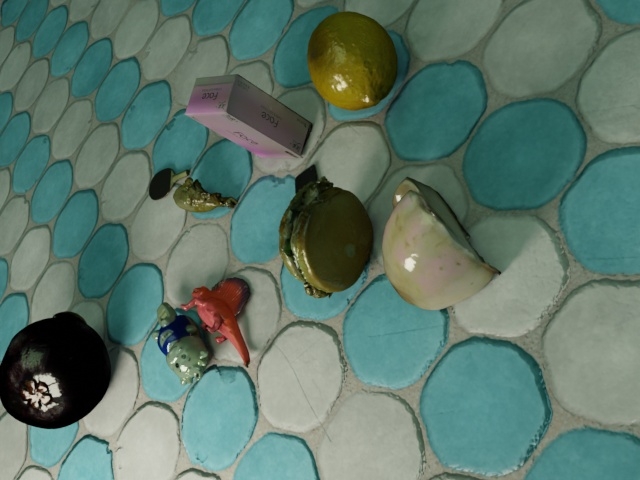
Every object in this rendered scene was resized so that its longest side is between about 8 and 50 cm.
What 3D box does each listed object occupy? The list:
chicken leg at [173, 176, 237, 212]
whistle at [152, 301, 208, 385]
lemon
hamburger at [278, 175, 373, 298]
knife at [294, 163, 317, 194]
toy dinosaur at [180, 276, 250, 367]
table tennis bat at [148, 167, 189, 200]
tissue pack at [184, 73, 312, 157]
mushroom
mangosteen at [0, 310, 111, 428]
[{"bbox_3d":[-0.280,-0.106,1.767,0.178,0.070,0.093,12,122,33],"label":"chicken leg"},{"bbox_3d":[-0.317,0.225,1.634,0.110,0.092,0.244,-53,48,15],"label":"whistle"},{"bbox_3d":[0.065,-0.373,1.516,0.188,0.188,0.257,-38,53,22],"label":"lemon"},{"bbox_3d":[0.000,0.000,1.394,0.122,0.189,0.215,3,70,39],"label":"hamburger"},{"bbox_3d":[-0.019,-0.052,1.560,0.072,0.019,0.245,-34,50,30],"label":"knife"},{"bbox_3d":[-0.190,0.158,1.594,0.139,0.070,0.286,-44,46,-14],"label":"toy dinosaur"},{"bbox_3d":[-0.404,-0.157,1.935,0.156,0.013,0.087,-17,60,35],"label":"table tennis bat"},{"bbox_3d":[-0.157,-0.267,1.613,0.148,0.246,0.093,7,77,43],"label":"tissue pack"},{"bbox_3d":[0.157,0.008,1.279,0.173,0.162,0.236,-43,47,15],"label":"mushroom"},{"bbox_3d":[-0.638,0.308,1.790,0.275,0.275,0.302,-49,12,12],"label":"mangosteen"}]
